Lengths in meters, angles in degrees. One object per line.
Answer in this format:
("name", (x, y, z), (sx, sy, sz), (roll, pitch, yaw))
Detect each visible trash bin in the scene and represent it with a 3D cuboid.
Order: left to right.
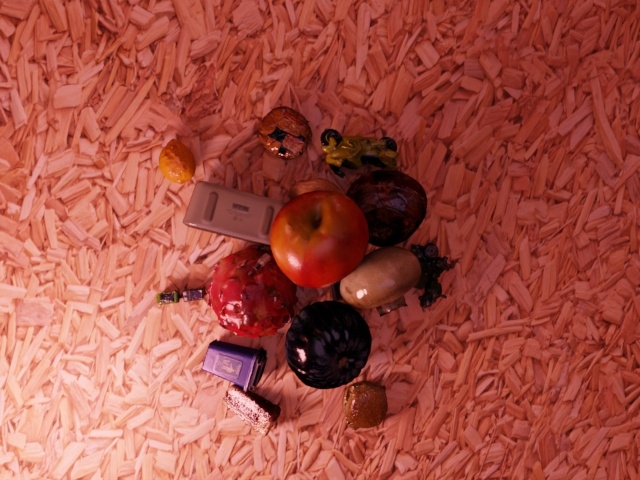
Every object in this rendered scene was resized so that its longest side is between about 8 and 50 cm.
("trash bin", (-0.347, 0.499, 1.794), (0.235, 0.184, 0.162), (16, 88, 4))

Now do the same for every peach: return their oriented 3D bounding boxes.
("peach", (0.000, 0.000, 1.638), (0.389, 0.388, 0.388), (0, 91, -8))

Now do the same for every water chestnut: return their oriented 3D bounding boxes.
("water chestnut", (0.267, -0.150, 1.817), (0.351, 0.350, 0.302), (26, 45, -7))

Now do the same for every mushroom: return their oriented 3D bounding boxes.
("mushroom", (0.243, 0.170, 1.763), (0.352, 0.352, 0.260), (-23, 83, -7))

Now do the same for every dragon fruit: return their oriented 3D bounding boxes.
("dragon fruit", (-0.273, 0.222, 1.745), (0.371, 0.249, 0.386), (1, 101, -6))

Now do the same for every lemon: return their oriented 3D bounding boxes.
("lemon", (-0.576, -0.315, 1.752), (0.142, 0.142, 0.187), (-11, 90, -7))

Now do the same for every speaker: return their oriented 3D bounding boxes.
("speaker", (-0.330, -0.101, 1.773), (0.407, 0.183, 0.184), (14, 84, -8))

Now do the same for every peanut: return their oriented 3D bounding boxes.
("peanut", (-0.016, -0.192, 1.803), (0.137, 0.253, 0.122), (47, 56, -40))

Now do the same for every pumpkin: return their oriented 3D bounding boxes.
("pumpkin", (0.036, 0.419, 1.760), (0.364, 0.266, 0.363), (-10, 113, -25))

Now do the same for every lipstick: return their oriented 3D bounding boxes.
("lipstick", (-0.232, 0.092, 1.641), (0.025, 0.025, 0.107), (36, 59, 14))

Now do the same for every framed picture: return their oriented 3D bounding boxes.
("framed picture", (0.089, 0.183, 1.891), (0.109, 0.011, 0.149), (-18, 104, -17))

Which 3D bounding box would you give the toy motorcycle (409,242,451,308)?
("toy motorcycle", (0.452, 0.149, 1.905), (0.205, 0.127, 0.275), (21, 85, -10))

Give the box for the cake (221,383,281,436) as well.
("cake", (-0.289, 0.703, 1.811), (0.246, 0.135, 0.112), (31, 88, -7))

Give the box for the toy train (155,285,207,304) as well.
("toy train", (-0.569, 0.227, 1.792), (0.202, 0.081, 0.060), (-7, 91, -8))

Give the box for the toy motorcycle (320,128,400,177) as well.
("toy motorcycle", (0.164, -0.358, 1.851), (0.343, 0.142, 0.205), (6, 92, -6))

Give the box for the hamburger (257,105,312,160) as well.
("hamburger", (-0.145, -0.451, 1.828), (0.231, 0.107, 0.230), (0, 91, 0))

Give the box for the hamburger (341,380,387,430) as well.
("hamburger", (0.193, 0.717, 1.882), (0.190, 0.122, 0.215), (16, 91, -10))
